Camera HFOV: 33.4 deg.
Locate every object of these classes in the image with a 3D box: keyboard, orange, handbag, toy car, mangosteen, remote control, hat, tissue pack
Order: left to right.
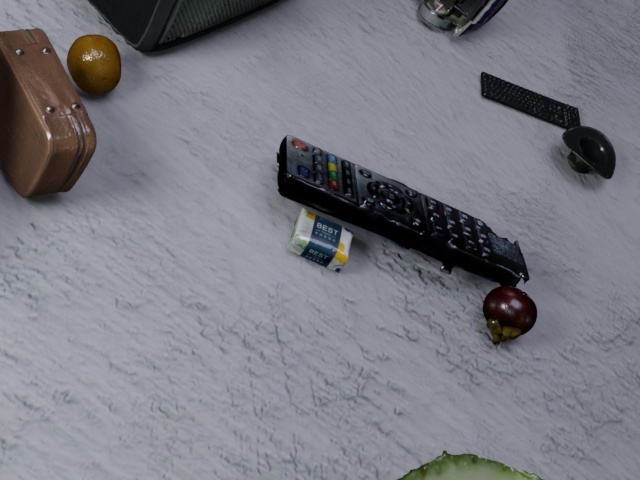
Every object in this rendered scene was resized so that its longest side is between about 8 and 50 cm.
[{"bbox_3d":[-0.356,-0.151,1.316,0.072,0.151,0.193,-15,62,-40],"label":"handbag"},{"bbox_3d":[-0.309,-0.242,1.465,0.085,0.085,0.085,15,50,-19],"label":"orange"},{"bbox_3d":[0.000,0.000,1.475,0.083,0.042,0.062,24,48,-11],"label":"tissue pack"},{"bbox_3d":[0.114,-0.035,1.538,0.399,0.062,0.144,23,28,-15],"label":"remote control"},{"bbox_3d":[0.246,-0.494,1.925,0.235,0.172,0.158,50,31,16],"label":"toy car"},{"bbox_3d":[0.269,0.104,1.529,0.081,0.081,0.081,15,50,-19],"label":"mangosteen"},{"bbox_3d":[0.375,-0.245,1.896,0.204,0.013,0.061,18,50,-17],"label":"keyboard"},{"bbox_3d":[0.456,-0.146,1.841,0.121,0.050,0.121,20,47,-24],"label":"hat"}]

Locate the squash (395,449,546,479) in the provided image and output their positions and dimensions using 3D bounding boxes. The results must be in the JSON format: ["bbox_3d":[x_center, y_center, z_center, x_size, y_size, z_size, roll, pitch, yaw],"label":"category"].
[{"bbox_3d":[0.068,0.385,0.986,0.263,0.384,0.263,15,52,-20],"label":"squash"}]

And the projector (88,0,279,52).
[{"bbox_3d":[-0.227,-0.524,1.616,0.395,0.242,0.405,48,49,8],"label":"projector"}]
